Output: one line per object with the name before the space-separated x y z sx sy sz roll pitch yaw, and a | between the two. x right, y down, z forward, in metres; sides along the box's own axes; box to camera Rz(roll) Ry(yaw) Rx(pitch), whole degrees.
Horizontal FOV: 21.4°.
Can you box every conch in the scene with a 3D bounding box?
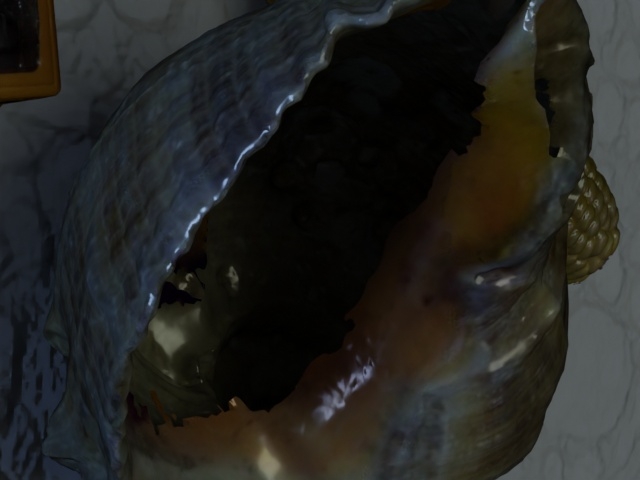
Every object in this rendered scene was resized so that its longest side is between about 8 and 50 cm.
conch | -0.013 -0.007 0.760 0.297 0.210 0.352 -28 135 -40

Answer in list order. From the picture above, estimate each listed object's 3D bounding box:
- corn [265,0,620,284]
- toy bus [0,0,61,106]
corn | 0.078 -0.073 0.939 0.291 0.101 0.101 42 60 -35
toy bus | -0.161 -0.149 0.699 0.083 0.088 0.194 -10 97 -45
